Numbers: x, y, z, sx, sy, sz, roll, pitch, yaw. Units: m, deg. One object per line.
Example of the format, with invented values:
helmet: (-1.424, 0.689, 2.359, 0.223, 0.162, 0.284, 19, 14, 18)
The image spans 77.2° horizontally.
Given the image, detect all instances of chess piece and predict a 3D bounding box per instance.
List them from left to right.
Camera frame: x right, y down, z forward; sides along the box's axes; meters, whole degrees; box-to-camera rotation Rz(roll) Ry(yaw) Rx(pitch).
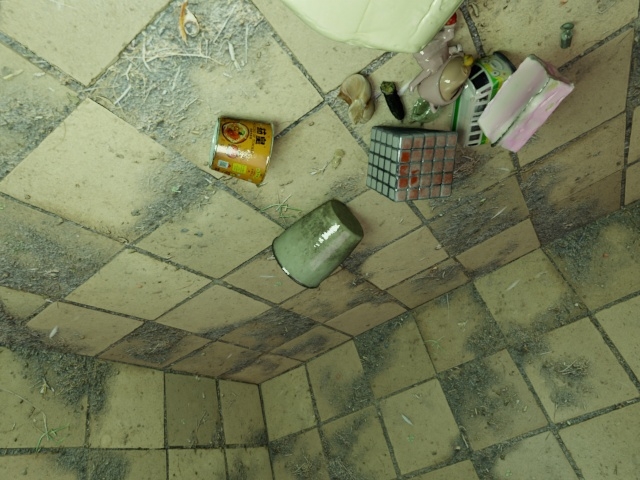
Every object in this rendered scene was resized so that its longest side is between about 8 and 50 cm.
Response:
chess piece: (0.061, -0.306, 1.549, 0.035, 0.035, 0.092, -6, 148, -17)

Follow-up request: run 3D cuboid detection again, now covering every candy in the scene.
candy: (0.633, -0.427, 1.267, 0.116, 0.155, 0.265, 7, 138, -21)

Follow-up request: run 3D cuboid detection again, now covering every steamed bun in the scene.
steamed bun: (0.119, -0.641, 0.883, 0.457, 0.289, 0.371, 9, 143, -30)

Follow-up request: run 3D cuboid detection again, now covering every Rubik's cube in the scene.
Rubik's cube: (0.321, -0.283, 1.452, 0.238, 0.237, 0.237, -5, 111, -19)

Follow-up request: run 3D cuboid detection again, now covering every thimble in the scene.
thimble: (0.374, -0.462, 1.418, 0.062, 0.084, 0.110, 10, 141, -33)

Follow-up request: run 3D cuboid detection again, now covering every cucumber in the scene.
cucumber: (0.253, -0.476, 1.381, 0.053, 0.053, 0.181, -27, 147, 13)

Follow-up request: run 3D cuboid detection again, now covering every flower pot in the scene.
flower pot: (0.000, 0.000, 1.752, 0.330, 0.293, 0.294, -43, 139, 21)

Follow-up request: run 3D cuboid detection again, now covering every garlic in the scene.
garlic: (0.122, -0.457, 1.320, 0.124, 0.099, 0.174, -41, 148, 1)

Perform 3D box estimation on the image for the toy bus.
toy bus: (0.566, -0.484, 1.423, 0.179, 0.143, 0.305, -16, 147, 0)

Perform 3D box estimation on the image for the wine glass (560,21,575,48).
wine glass: (0.825, -0.686, 1.348, 0.042, 0.038, 0.083, -28, 149, 11)

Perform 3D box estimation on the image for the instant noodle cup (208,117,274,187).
instant noodle cup: (-0.258, -0.293, 1.288, 0.173, 0.215, 0.215, 10, 138, -21)

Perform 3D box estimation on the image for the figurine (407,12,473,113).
figurine: (0.369, -0.540, 1.241, 0.176, 0.186, 0.287, -41, 130, -14)
